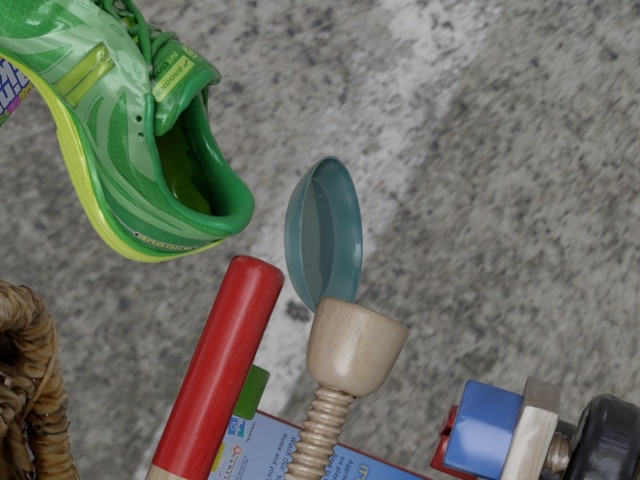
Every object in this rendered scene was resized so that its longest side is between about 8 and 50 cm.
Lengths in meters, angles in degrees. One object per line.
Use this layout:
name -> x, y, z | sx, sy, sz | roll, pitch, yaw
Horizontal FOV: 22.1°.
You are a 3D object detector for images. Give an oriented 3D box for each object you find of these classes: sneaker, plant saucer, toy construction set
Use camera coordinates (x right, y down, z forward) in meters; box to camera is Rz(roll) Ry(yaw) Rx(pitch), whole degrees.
sneaker -> -0.125, -0.116, 1.004 | 0.123, 0.109, 0.295 | -4, 129, 36
plant saucer -> 0.000, 0.000, 1.159 | 0.021, 0.119, 0.119 | -2, 107, 21
toy construction set -> 0.049, 0.171, 0.701 | 0.309, 0.257, 0.237 | 25, 82, -20

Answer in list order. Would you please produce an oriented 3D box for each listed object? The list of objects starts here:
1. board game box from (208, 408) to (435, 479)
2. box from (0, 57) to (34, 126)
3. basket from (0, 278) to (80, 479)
board game box -> -0.050, 0.235, 0.872 | 0.145, 0.027, 0.281 | 23, 76, -10
box -> -0.346, -0.189, 1.181 | 0.177, 0.290, 0.279 | 12, 140, 29
basket -> -0.174, 0.133, 0.619 | 0.223, 0.299, 0.213 | 30, 115, -6
